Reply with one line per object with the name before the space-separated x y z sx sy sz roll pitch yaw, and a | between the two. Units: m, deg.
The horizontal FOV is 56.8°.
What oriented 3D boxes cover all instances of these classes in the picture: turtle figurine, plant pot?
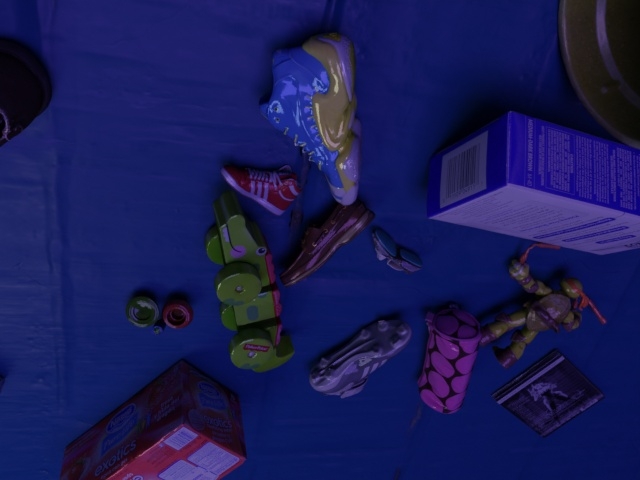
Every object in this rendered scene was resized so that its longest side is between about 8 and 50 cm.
turtle figurine | 0.396 0.139 1.061 0.217 0.087 0.269 -43 122 16
plant pot | 0.486 -0.281 0.720 0.253 0.276 0.276 -23 126 -12

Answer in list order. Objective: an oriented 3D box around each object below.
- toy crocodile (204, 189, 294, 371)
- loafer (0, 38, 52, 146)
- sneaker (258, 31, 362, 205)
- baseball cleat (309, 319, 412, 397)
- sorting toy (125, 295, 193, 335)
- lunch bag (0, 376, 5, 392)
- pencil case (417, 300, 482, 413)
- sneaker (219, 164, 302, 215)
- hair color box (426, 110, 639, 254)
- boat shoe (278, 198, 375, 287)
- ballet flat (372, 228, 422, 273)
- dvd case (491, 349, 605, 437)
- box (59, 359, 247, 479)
toy crocodile | -0.103 0.078 0.885 0.105 0.115 0.341 -13 128 -11
loafer | -0.487 -0.114 0.651 0.365 0.130 0.134 -25 125 4
sneaker | -0.011 -0.154 0.783 0.126 0.091 0.240 0 125 8
baseball cleat | 0.079 0.212 1.057 0.205 0.072 0.109 -28 139 12
sorting toy | -0.248 0.112 0.922 0.101 0.042 0.061 9 106 -6
lunch bag | -0.532 0.231 0.900 0.053 0.083 0.071 -27 126 5
pencil case | 0.228 0.219 1.072 0.098 0.095 0.209 10 126 12
sneaker | -0.078 -0.086 0.823 0.067 0.042 0.118 -43 130 20
hair color box | 0.346 -0.068 0.845 0.338 0.185 0.110 12 75 -20
boat shoe | 0.000 0.000 0.895 0.178 0.064 0.060 -42 92 13
ballet flat | 0.114 0.023 0.947 0.114 0.041 0.041 33 111 -29
dvd case | 0.486 0.330 1.254 0.164 0.018 0.221 -41 123 16
box | -0.289 0.367 1.014 0.300 0.142 0.154 -38 123 13
